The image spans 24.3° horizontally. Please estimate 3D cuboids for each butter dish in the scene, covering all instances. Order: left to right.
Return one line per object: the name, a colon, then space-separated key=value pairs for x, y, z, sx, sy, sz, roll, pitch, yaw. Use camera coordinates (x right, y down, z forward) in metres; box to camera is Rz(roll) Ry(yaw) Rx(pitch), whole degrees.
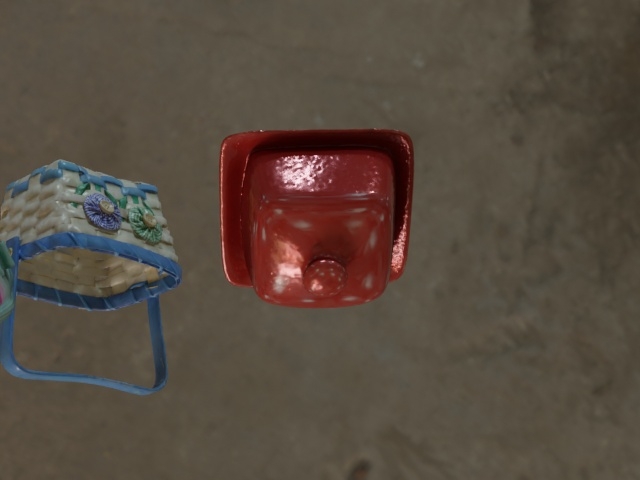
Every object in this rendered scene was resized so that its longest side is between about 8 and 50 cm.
butter dish: x=0.000 y=0.000 z=1.196 sx=0.160 sy=0.160 sz=0.118 roll=-2 pitch=36 yaw=-5

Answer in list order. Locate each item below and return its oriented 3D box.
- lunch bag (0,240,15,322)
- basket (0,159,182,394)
lunch bag: x=-0.396 y=0.050 z=1.403 sx=0.224 sy=0.108 sz=0.279 roll=-18 pitch=14 yaw=-9
basket: x=-0.314 y=0.052 z=1.959 sx=0.201 sy=0.255 sz=0.289 roll=-17 pitch=68 yaw=39
